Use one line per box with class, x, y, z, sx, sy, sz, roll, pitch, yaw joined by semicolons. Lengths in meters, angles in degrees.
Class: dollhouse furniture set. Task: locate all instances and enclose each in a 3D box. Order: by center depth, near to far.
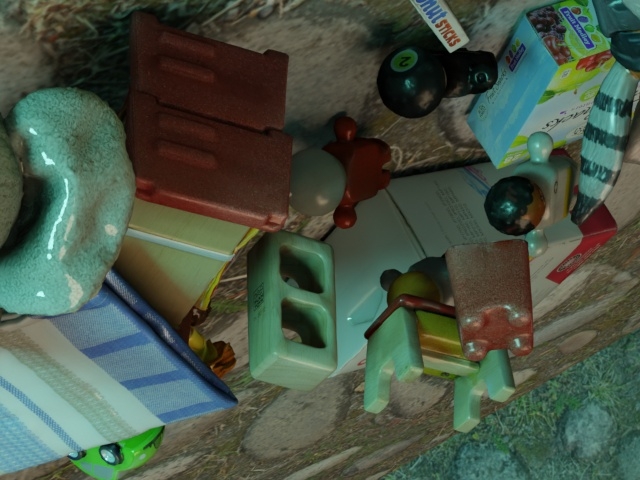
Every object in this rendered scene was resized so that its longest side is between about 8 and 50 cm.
dollhouse furniture set;0.000;0.000;0.994;0.374;0.152;0.201;15;141;-23

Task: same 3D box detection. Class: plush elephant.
plush elephant;-0.262;-0.004;0.727;0.272;0.330;0.255;2;123;-50

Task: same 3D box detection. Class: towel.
towel;-0.230;0.112;0.964;0.285;0.034;0.209;-18;141;16

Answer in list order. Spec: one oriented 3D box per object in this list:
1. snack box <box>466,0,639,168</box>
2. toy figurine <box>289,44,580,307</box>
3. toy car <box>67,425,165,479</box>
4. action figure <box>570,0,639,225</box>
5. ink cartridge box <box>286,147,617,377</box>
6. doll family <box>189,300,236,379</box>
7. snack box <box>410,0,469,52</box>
snack box;0.264;-0.168;1.292;0.207;0.070;0.174;-19;157;-24
toy figurine;0.096;-0.047;1.148;0.213;0.209;0.148;-41;169;30
toy car;-0.232;0.178;1.194;0.225;0.053;0.239;3;-147;31
action figure;0.262;-0.155;1.021;0.179;0.330;0.341;-6;-156;14
ink cartridge box;0.148;0.022;1.504;0.306;0.131;0.226;-9;153;-40
doll family;-0.179;0.157;1.398;0.163;0.118;0.263;-14;155;-44
snack box;0.065;-0.194;0.968;0.022;0.064;0.178;-31;160;11
